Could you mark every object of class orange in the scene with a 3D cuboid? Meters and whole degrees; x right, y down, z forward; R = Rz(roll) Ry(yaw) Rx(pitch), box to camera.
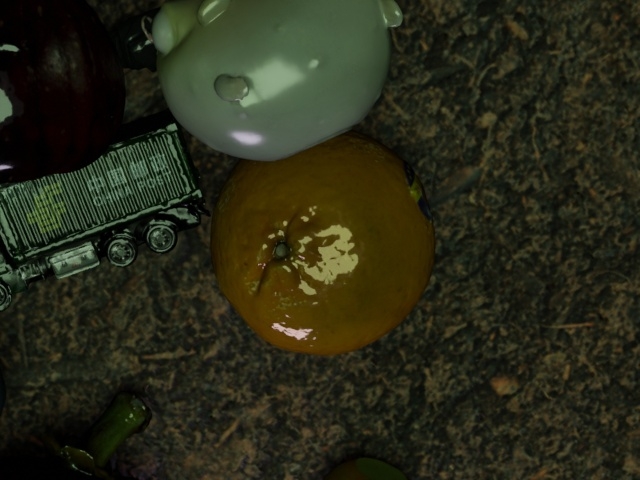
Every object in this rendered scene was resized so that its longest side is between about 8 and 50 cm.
[{"bbox_3d":[0.001,0.001,1.445,0.219,0.193,0.219,4,118,8],"label":"orange"}]

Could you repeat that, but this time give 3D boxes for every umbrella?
[{"bbox_3d":[-0.122,-0.200,1.440,0.235,0.059,0.066,-18,145,5],"label":"umbrella"}]

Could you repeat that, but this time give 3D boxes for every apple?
[{"bbox_3d":[0.048,0.284,1.570,0.114,0.102,0.099,21,102,-11],"label":"apple"}]

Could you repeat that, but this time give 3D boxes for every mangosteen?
[{"bbox_3d":[-0.264,0.279,1.508,0.231,0.231,0.289,26,65,-11],"label":"mangosteen"}]

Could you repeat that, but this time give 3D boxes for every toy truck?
[{"bbox_3d":[-0.242,-0.026,1.467,0.259,0.088,0.121,-20,108,0],"label":"toy truck"}]

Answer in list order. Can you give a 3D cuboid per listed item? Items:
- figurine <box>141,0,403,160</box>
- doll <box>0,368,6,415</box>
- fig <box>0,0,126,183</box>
[{"bbox_3d":[-0.046,-0.274,1.292,0.274,0.226,0.394,-19,95,18],"label":"figurine"},{"bbox_3d":[-0.440,0.149,1.481,0.258,0.154,0.228,-16,103,-7],"label":"doll"},{"bbox_3d":[-0.265,-0.174,1.329,0.186,0.204,0.249,13,108,23],"label":"fig"}]
